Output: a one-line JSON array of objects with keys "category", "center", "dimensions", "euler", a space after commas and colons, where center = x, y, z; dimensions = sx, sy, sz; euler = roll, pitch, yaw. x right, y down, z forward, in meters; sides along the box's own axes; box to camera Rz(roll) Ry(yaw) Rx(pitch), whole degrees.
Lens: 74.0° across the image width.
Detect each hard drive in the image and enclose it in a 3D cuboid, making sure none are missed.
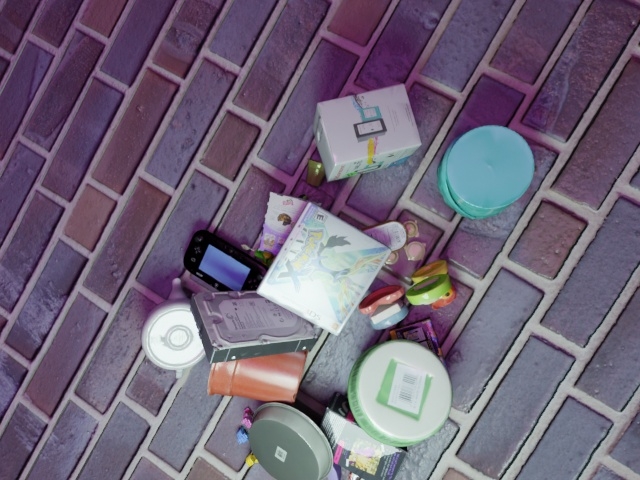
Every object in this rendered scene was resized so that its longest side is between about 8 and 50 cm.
[{"category": "hard drive", "center": [-0.204, 0.246, 1.295], "dimensions": [0.237, 0.338, 0.064], "euler": [52, 129, 44]}]

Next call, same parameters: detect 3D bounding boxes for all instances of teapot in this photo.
[{"category": "teapot", "center": [-0.488, 0.310, 1.456], "dimensions": [0.256, 0.187, 0.252], "euler": [-47, 109, -11]}]

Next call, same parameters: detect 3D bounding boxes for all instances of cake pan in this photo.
[{"category": "cake pan", "center": [-0.103, 0.633, 1.293], "dimensions": [0.292, 0.054, 0.294], "euler": [11, 115, 25]}]

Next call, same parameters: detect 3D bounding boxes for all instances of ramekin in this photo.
[{"category": "ramekin", "center": [0.232, 0.433, 1.230], "dimensions": [0.302, 0.148, 0.304], "euler": [0, 67, 0]}]

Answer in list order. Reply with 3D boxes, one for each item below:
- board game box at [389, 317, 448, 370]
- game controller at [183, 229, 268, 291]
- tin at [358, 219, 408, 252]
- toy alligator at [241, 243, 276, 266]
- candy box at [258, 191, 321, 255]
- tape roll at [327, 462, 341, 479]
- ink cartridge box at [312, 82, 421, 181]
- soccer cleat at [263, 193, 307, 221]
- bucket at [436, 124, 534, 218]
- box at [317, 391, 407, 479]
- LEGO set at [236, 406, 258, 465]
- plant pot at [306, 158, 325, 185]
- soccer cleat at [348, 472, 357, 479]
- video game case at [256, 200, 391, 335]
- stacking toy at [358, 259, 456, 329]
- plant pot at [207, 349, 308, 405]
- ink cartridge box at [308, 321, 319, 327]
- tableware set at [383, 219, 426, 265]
[{"category": "board game box", "center": [0.315, 0.352, 1.371], "dimensions": [0.140, 0.048, 0.171], "euler": [-19, 85, 11]}, {"category": "game controller", "center": [-0.331, 0.097, 1.485], "dimensions": [0.318, 0.067, 0.167], "euler": [30, 95, 10]}, {"category": "tin", "center": [0.191, -0.003, 1.357], "dimensions": [0.189, 0.040, 0.106], "euler": [-17, 89, -11]}, {"category": "toy alligator", "center": [-0.185, 0.052, 1.472], "dimensions": [0.189, 0.056, 0.051], "euler": [33, 51, 13]}, {"category": "candy box", "center": [-0.101, -0.045, 1.375], "dimensions": [0.164, 0.070, 0.197], "euler": [16, 98, 28]}, {"category": "tape roll", "center": [-0.028, 0.779, 1.405], "dimensions": [0.188, 0.080, 0.189], "euler": [0, 89, 11]}, {"category": "ink cartridge box", "center": [0.131, -0.326, 1.312], "dimensions": [0.269, 0.198, 0.198], "euler": [-15, 85, -7]}, {"category": "soccer cleat", "center": [-0.122, -0.103, 1.458], "dimensions": [0.179, 0.060, 0.072], "euler": [-45, 80, 9]}, {"category": "bucket", "center": [0.492, -0.207, 1.285], "dimensions": [0.280, 0.183, 0.282], "euler": [0, 88, 10]}, {"category": "box", "center": [0.124, 0.625, 1.338], "dimensions": [0.270, 0.165, 0.144], "euler": [26, 93, 10]}, {"category": "LEGO set", "center": [-0.222, 0.697, 1.435], "dimensions": [0.087, 0.093, 0.227], "euler": [-40, 82, 7]}, {"category": "plant pot", "center": [-0.016, -0.228, 1.437], "dimensions": [0.083, 0.083, 0.079], "euler": [20, 104, 10]}, {"category": "soccer cleat", "center": [0.108, 0.811, 1.405], "dimensions": [0.035, 0.029, 0.084], "euler": [6, 85, 15]}, {"category": "video game case", "center": [0.010, 0.092, 1.311], "dimensions": [0.299, 0.036, 0.329], "euler": [30, 99, -9]}, {"category": "stacking toy", "center": [0.280, 0.198, 1.274], "dimensions": [0.308, 0.279, 0.131], "euler": [-27, 95, 7]}, {"category": "plant pot", "center": [-0.185, 0.396, 1.365], "dimensions": [0.264, 0.272, 0.273], "euler": [15, 91, 3]}, {"category": "ink cartridge box", "center": [-0.024, 0.224, 1.415], "dimensions": [0.052, 0.088, 0.123], "euler": [-7, 87, 12]}, {"category": "tableware set", "center": [0.263, 0.005, 1.404], "dimensions": [0.168, 0.020, 0.141], "euler": [-8, 87, 9]}]
